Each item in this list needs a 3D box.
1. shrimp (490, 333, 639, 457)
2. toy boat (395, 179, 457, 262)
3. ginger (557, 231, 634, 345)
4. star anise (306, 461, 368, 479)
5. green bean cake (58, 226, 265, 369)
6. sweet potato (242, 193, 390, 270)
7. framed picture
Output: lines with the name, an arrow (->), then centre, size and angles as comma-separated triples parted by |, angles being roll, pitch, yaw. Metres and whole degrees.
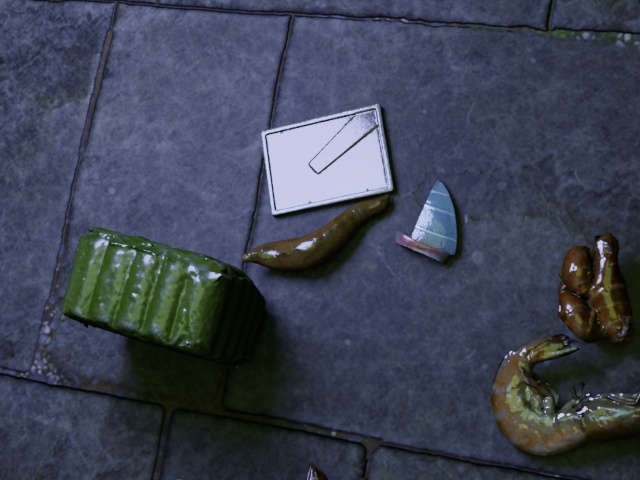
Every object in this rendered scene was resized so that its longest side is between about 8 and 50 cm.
shrimp -> 0.384, 0.205, 1.396 | 0.296, 0.058, 0.169 | -15, 88, 16
toy boat -> 0.177, -0.033, 1.523 | 0.096, 0.034, 0.122 | 24, 83, 12
ginger -> 0.387, 0.074, 1.427 | 0.103, 0.073, 0.162 | -8, 81, 10
star anise -> 0.009, 0.407, 1.462 | 0.168, 0.057, 0.167 | -4, 68, 10
green bean cake -> -0.226, 0.087, 1.489 | 0.250, 0.247, 0.156 | 12, 81, 16
sweet potato -> 0.002, 0.001, 1.551 | 0.250, 0.059, 0.069 | -25, 61, 4
framed picture -> 0.010, -0.127, 1.596 | 0.203, 0.015, 0.150 | -12, 75, 12
